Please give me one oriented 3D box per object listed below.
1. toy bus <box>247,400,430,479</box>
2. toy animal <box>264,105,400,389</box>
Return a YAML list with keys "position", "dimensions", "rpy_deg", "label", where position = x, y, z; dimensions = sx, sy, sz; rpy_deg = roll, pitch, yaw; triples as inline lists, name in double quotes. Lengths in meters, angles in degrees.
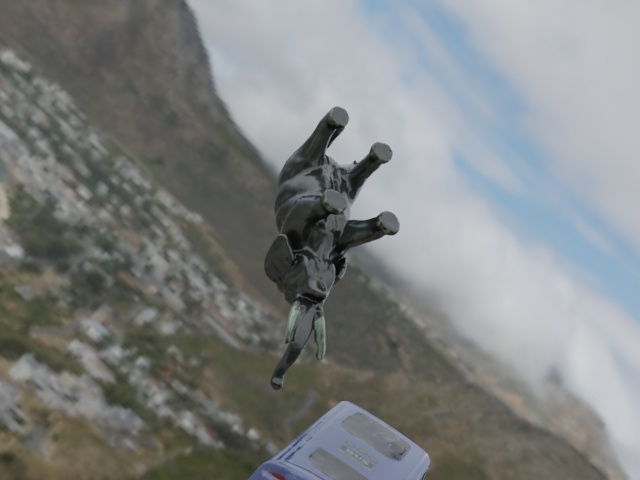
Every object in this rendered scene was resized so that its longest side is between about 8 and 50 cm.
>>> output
- position: [-0.007, 0.223, 0.937]
  dimensions: [0.126, 0.133, 0.292]
  rpy_deg: [32, 14, 11]
  label: "toy bus"
- position: [0.005, -0.002, 1.139]
  dimensions: [0.082, 0.269, 0.137]
  rpy_deg: [22, -36, -23]
  label: "toy animal"
